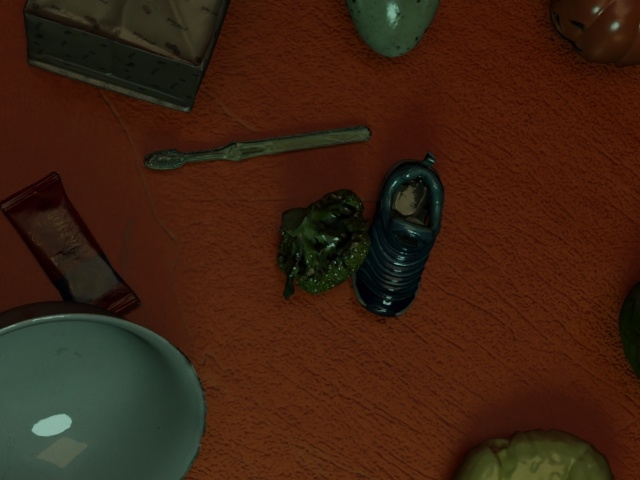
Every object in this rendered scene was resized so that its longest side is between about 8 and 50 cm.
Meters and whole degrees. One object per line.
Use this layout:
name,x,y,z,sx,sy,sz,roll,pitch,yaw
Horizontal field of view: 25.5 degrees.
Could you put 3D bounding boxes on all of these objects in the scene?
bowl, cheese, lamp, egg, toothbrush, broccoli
bowl,-0.314,0.181,1.602,0.345,0.345,0.157,-20,39,-10
cheese,0.252,0.341,1.701,0.214,0.117,0.226,0,75,-4
lamp,0.385,-0.319,1.800,0.187,0.164,0.187,2,78,-8
egg,0.087,-0.315,1.781,0.131,0.131,0.164,7,92,-6
toothbrush,-0.077,-0.117,1.779,0.294,0.028,0.026,-8,83,-14
broccoli,0.000,0.000,1.719,0.131,0.120,0.130,-15,54,28

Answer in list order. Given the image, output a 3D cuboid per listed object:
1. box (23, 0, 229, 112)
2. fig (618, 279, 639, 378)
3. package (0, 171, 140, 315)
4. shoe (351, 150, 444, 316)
box,-0.212,-0.341,1.717,0.225,0.190,0.297,17,79,-6
fig,0.459,0.088,1.748,0.167,0.167,0.233,34,55,-1
package,-0.307,0.016,1.727,0.083,0.022,0.200,-33,84,-11
shoe,0.099,-0.008,1.741,0.091,0.106,0.207,16,84,-3
